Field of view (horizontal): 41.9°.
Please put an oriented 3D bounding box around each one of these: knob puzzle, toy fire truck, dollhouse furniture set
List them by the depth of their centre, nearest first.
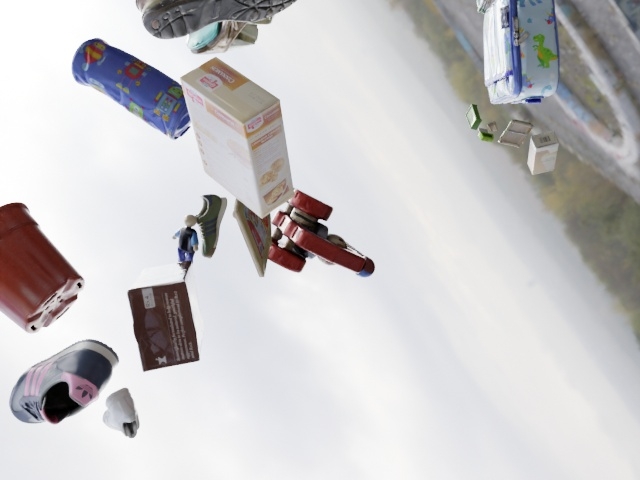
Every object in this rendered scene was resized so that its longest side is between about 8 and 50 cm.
[{"bbox_3d":[-0.131,-0.056,1.584,0.213,0.030,0.213,-7,-90,-77],"label":"knob puzzle"},{"bbox_3d":[0.000,0.000,1.928,0.254,0.169,0.302,25,-177,-20],"label":"toy fire truck"},{"bbox_3d":[0.429,-0.280,2.024,0.152,0.076,0.058,10,-136,-15],"label":"dollhouse furniture set"}]

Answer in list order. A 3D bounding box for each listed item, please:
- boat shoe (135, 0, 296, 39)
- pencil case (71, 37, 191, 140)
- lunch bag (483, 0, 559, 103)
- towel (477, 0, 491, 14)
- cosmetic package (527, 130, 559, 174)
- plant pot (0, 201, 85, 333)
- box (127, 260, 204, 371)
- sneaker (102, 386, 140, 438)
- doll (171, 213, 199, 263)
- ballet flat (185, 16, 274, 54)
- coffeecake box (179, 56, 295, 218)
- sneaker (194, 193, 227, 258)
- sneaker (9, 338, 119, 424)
[{"bbox_3d":[-0.169,-0.446,1.432,0.119,0.324,0.122,60,150,16],"label":"boat shoe"},{"bbox_3d":[-0.418,-0.343,1.898,0.306,0.119,0.133,30,146,8],"label":"pencil case"},{"bbox_3d":[0.322,-0.308,1.360,0.219,0.090,0.176,-86,-10,-83],"label":"lunch bag"},{"bbox_3d":[0.349,-0.565,1.744,0.152,0.023,0.113,98,173,-47],"label":"towel"},{"bbox_3d":[0.544,-0.213,2.047,0.115,0.060,0.041,71,-175,-59],"label":"cosmetic package"},{"bbox_3d":[-0.784,0.085,2.200,0.265,0.272,0.272,41,-172,8],"label":"plant pot"},{"bbox_3d":[-0.365,0.169,2.015,0.381,0.143,0.191,-128,28,-81],"label":"box"},{"bbox_3d":[-0.446,0.415,1.912,0.094,0.080,0.212,54,157,18],"label":"sneaker"},{"bbox_3d":[-0.390,0.013,2.429,0.046,0.188,0.129,-10,-151,-41],"label":"doll"},{"bbox_3d":[-0.167,-0.469,1.743,0.124,0.342,0.116,13,-114,-27],"label":"ballet flat"},{"bbox_3d":[-0.115,-0.145,1.189,0.142,0.068,0.185,38,153,31],"label":"coffeecake box"},{"bbox_3d":[-0.344,-0.048,2.489,0.086,0.192,0.064,17,176,-32],"label":"sneaker"},{"bbox_3d":[-0.510,0.296,1.571,0.112,0.319,0.131,40,-142,-19],"label":"sneaker"}]
